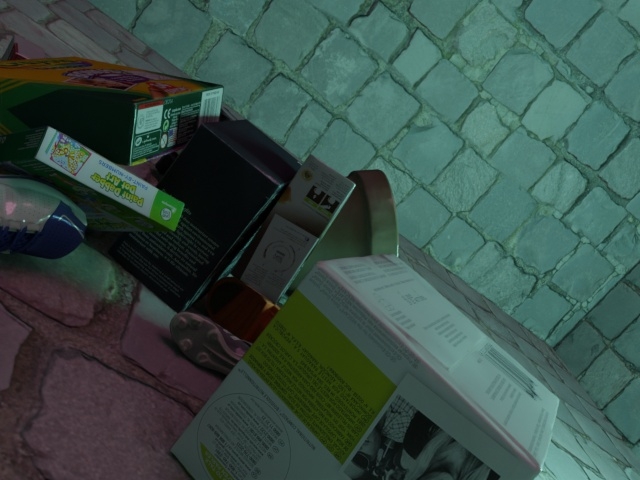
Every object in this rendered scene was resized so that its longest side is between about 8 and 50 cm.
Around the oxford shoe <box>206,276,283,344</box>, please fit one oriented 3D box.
[{"bbox_3d":[-0.043,0.197,1.267,0.363,0.130,0.132,45,9,19],"label":"oxford shoe"}]

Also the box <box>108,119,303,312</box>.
[{"bbox_3d":[-0.196,-0.062,1.317,0.182,0.294,0.296,40,13,0],"label":"box"}]

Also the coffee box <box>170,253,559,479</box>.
[{"bbox_3d":[0.076,0.253,0.959,0.338,0.334,0.337,42,15,17],"label":"coffee box"}]

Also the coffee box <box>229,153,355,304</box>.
[{"bbox_3d":[-0.046,-0.019,1.241,0.098,0.246,0.141,34,1,1],"label":"coffee box"}]

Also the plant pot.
[{"bbox_3d":[0.000,0.000,1.586,0.280,0.323,0.323,-1,27,-12],"label":"plant pot"}]

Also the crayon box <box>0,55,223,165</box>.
[{"bbox_3d":[-0.377,-0.234,1.191,0.313,0.106,0.363,14,19,9],"label":"crayon box"}]

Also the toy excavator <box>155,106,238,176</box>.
[{"bbox_3d":[-0.137,-0.091,1.795,0.433,0.222,0.445,48,7,24],"label":"toy excavator"}]

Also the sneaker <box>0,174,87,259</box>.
[{"bbox_3d":[-0.458,-0.017,0.900,0.315,0.127,0.182,34,27,-47],"label":"sneaker"}]

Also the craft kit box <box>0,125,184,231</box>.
[{"bbox_3d":[-0.382,-0.084,1.083,0.250,0.061,0.246,1,-20,42],"label":"craft kit box"}]

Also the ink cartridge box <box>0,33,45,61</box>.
[{"bbox_3d":[-0.587,-0.299,1.337,0.063,0.150,0.109,24,20,-36],"label":"ink cartridge box"}]

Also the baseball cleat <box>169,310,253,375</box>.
[{"bbox_3d":[-0.163,0.180,1.157,0.206,0.072,0.109,40,-1,-15],"label":"baseball cleat"}]
